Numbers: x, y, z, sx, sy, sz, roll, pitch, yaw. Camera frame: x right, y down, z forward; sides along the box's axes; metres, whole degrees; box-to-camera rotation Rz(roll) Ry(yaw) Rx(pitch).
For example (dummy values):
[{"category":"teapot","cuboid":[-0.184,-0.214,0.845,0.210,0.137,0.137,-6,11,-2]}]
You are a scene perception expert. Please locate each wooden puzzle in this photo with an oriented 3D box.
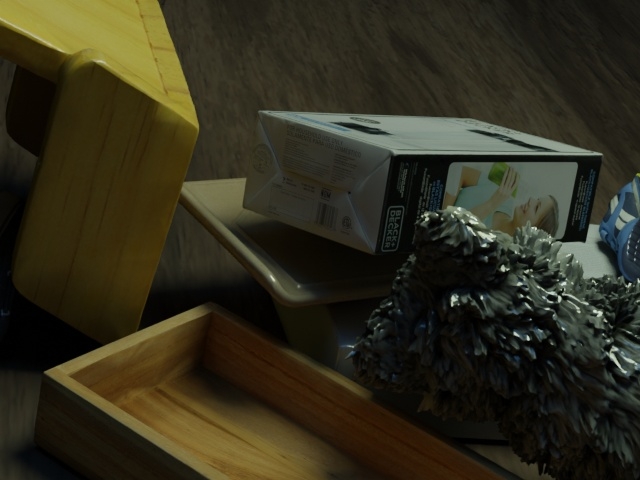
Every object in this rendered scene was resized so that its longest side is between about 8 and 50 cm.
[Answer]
[{"category":"wooden puzzle","cuboid":[0.000,0.000,1.365,0.238,0.044,0.221,-1,28,-35]}]

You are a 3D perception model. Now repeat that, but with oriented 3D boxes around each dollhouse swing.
[{"category":"dollhouse swing","cuboid":[-0.292,-0.124,1.327,0.305,0.315,0.347,11,25,-19]}]

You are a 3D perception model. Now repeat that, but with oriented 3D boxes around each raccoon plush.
[{"category":"raccoon plush","cuboid":[0.225,0.113,1.098,0.299,0.216,0.446,20,3,-27]}]

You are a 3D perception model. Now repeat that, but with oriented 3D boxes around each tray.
[{"category":"tray","cuboid":[0.002,0.190,1.148,0.411,0.076,0.203,27,29,28]}]

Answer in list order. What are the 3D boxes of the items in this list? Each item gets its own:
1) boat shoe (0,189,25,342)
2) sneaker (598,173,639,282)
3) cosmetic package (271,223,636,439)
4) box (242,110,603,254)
[{"category":"boat shoe","cuboid":[-0.284,0.027,1.345,0.076,0.080,0.228,33,16,-13]},{"category":"sneaker","cuboid":[0.310,-0.003,1.506,0.053,0.059,0.144,40,38,-17]},{"category":"cosmetic package","cuboid":[0.155,0.074,1.433,0.377,0.097,0.284,5,25,-16]},{"category":"box","cuboid":[0.095,-0.054,1.335,0.290,0.087,0.169,-2,16,-44]}]
